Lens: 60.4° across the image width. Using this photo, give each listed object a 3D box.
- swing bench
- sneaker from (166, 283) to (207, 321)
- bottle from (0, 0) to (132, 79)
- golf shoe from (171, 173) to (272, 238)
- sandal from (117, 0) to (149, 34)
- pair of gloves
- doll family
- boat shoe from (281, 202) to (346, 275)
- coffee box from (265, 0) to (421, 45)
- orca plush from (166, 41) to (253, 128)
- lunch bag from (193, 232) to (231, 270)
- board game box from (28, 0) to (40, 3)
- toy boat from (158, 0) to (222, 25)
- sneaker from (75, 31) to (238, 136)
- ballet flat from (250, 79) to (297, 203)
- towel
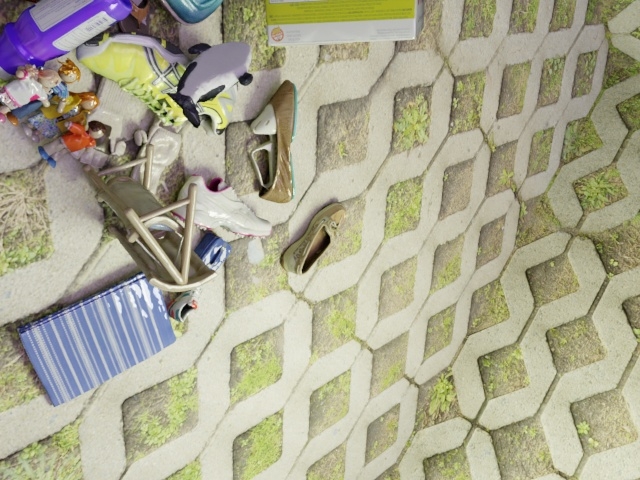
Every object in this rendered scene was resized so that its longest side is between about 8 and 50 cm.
[{"bbox_3d":[-0.375,-0.039,1.225,0.165,0.253,0.255,-26,132,-28],"label":"swing bench"},{"bbox_3d":[-0.341,0.152,1.481,0.161,0.075,0.057,-52,133,-15],"label":"sneaker"},{"bbox_3d":[-0.497,-0.401,1.033,0.282,0.118,0.092,-28,105,7],"label":"bottle"},{"bbox_3d":[-0.240,-0.086,1.464,0.306,0.115,0.140,14,92,-46],"label":"golf shoe"},{"bbox_3d":[-0.398,-0.518,1.191,0.072,0.049,0.180,-6,109,-43],"label":"sandal"},{"bbox_3d":[-0.435,-0.232,1.271,0.240,0.042,0.204,31,84,-46],"label":"pair of gloves"},{"bbox_3d":[-0.529,-0.274,1.080,0.163,0.118,0.263,-32,158,-5],"label":"doll family"},{"bbox_3d":[0.000,0.000,1.736,0.285,0.089,0.105,-51,132,-18],"label":"boat shoe"},{"bbox_3d":[0.069,-0.653,1.293,0.338,0.337,0.335,-63,152,-62],"label":"coffee box"},{"bbox_3d":[-0.233,-0.327,1.194,0.102,0.151,0.287,117,-13,-47],"label":"orca plush"},{"bbox_3d":[-0.294,0.035,1.488,0.098,0.065,0.067,-56,134,-13],"label":"lunch bag"},{"bbox_3d":[-0.533,-0.574,1.032,0.316,0.064,0.242,-3,107,-43],"label":"board game box"},{"bbox_3d":[-0.253,-0.647,1.194,0.318,0.148,0.267,-55,145,-18],"label":"toy boat"},{"bbox_3d":[-0.345,-0.342,1.225,0.384,0.145,0.147,9,82,-43],"label":"sneaker"},{"bbox_3d":[-0.132,-0.264,1.516,0.124,0.116,0.343,-6,115,-22],"label":"ballet flat"},{"bbox_3d":[-0.534,0.234,1.360,0.335,0.040,0.243,-27,124,-30],"label":"towel"}]
